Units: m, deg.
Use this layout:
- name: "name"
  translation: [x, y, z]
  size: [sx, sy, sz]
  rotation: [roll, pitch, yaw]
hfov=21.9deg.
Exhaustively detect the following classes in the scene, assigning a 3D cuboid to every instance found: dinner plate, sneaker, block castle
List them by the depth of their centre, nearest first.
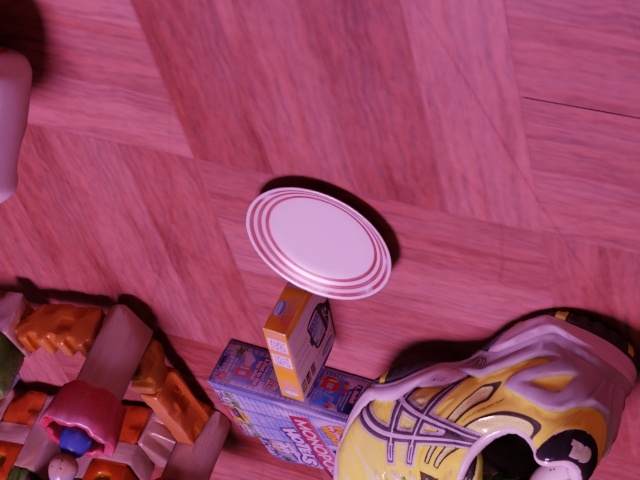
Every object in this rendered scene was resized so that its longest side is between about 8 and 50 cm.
- name: "dinner plate"
  translation: [0.000, 0.000, 1.494]
  size: [0.141, 0.017, 0.141]
  rotation: [17, 140, 15]
- name: "sneaker"
  translation: [0.124, 0.193, 1.527]
  size: [0.145, 0.147, 0.385]
  rotation: [35, 139, -14]
- name: "block castle"
  translation: [-0.359, 0.218, 1.901]
  size: [0.453, 0.213, 0.303]
  rotation: [5, 146, 29]

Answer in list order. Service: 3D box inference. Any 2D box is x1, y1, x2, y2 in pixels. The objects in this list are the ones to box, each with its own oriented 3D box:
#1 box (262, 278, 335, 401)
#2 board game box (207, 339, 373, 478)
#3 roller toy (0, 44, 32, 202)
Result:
- name: "box"
  translation: [-0.018, 0.094, 1.599]
  size: [0.028, 0.081, 0.136]
  rotation: [17, 147, 18]
- name: "board game box"
  translation: [0.008, 0.195, 1.754]
  size: [0.194, 0.060, 0.194]
  rotation: [6, 143, 33]
- name: "roller toy"
  translation: [-0.347, -0.115, 1.427]
  size: [0.191, 0.146, 0.209]
  rotation: [13, -169, 17]
